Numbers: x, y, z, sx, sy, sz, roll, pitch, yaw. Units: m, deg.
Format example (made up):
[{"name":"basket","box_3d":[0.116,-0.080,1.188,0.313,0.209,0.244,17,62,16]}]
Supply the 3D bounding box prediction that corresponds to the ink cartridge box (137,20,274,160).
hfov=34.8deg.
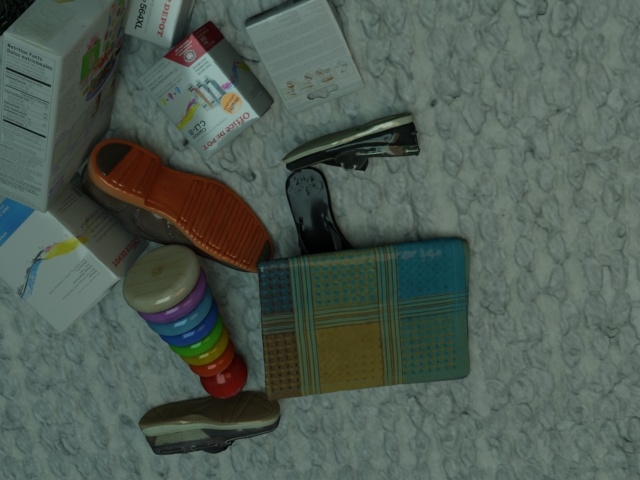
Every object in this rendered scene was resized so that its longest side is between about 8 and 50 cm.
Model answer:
[{"name":"ink cartridge box","box_3d":[-0.185,-0.246,1.687,0.128,0.127,0.176,-36,102,18]}]

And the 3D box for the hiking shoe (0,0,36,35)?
[{"name":"hiking shoe","box_3d":[-0.505,-0.396,1.687,0.227,0.114,0.086,-32,103,18]}]

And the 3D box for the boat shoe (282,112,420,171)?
[{"name":"boat shoe","box_3d":[0.050,-0.147,1.712,0.233,0.084,0.079,-14,107,10]}]

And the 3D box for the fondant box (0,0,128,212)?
[{"name":"fondant box","box_3d":[-0.406,-0.240,1.607,0.096,0.238,0.330,24,135,0]}]

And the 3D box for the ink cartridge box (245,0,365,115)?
[{"name":"ink cartridge box","box_3d":[-0.023,-0.312,1.696,0.145,0.045,0.179,-19,124,14]}]

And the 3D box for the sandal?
[{"name":"sandal","box_3d":[-0.001,0.000,1.772,0.097,0.054,0.255,-21,98,14]}]

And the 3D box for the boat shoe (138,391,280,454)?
[{"name":"boat shoe","box_3d":[-0.203,0.354,1.931,0.285,0.103,0.092,-9,114,16]}]

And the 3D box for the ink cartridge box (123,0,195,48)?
[{"name":"ink cartridge box","box_3d":[-0.308,-0.418,1.664,0.203,0.086,0.148,19,112,2]}]

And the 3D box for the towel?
[{"name":"towel","box_3d":[0.080,0.136,1.775,0.370,0.040,0.272,-6,111,-9]}]

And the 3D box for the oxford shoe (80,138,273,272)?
[{"name":"oxford shoe","box_3d":[-0.250,-0.045,1.797,0.363,0.130,0.133,33,144,-11]}]

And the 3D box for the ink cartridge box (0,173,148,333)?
[{"name":"ink cartridge box","box_3d":[-0.458,0.008,1.799,0.168,0.171,0.233,-42,99,20]}]

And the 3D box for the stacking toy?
[{"name":"stacking toy","box_3d":[-0.215,0.162,1.809,0.141,0.141,0.330,-16,132,14]}]
